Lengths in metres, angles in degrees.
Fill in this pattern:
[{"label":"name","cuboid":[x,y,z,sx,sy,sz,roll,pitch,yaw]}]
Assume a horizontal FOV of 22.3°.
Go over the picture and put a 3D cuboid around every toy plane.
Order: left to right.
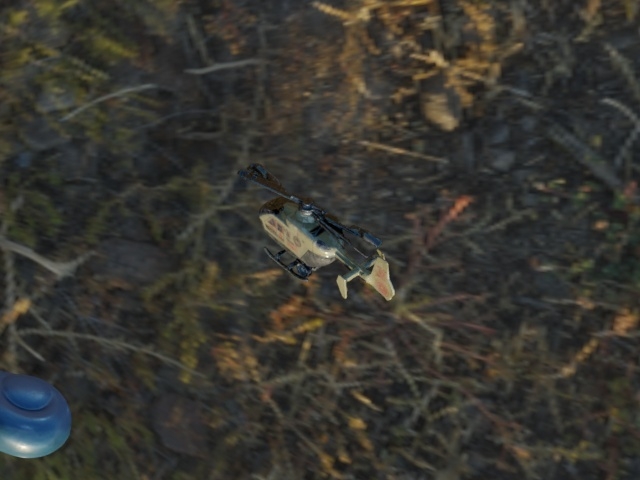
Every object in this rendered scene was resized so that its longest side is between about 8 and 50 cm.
[{"label":"toy plane","cuboid":[0.000,0.000,0.904,0.031,0.121,0.049,-34,142,-27]}]

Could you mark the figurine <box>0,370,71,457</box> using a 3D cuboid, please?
[{"label":"figurine","cuboid":[-0.443,0.222,1.633,0.243,0.416,0.298,34,121,8]}]
